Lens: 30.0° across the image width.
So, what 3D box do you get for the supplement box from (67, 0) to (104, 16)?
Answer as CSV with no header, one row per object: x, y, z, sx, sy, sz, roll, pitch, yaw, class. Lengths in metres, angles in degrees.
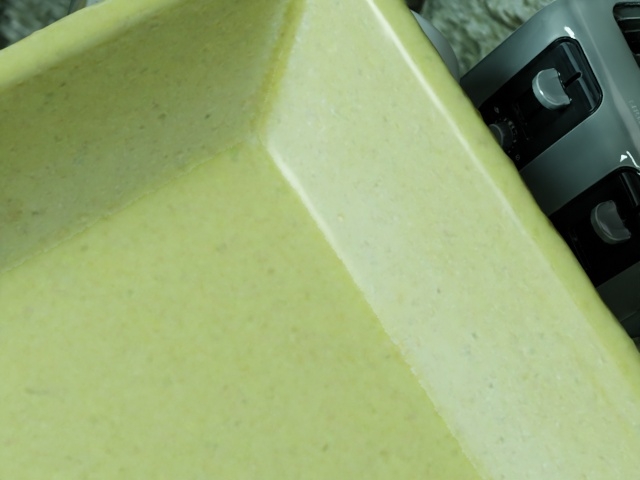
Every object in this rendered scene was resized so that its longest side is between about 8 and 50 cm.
-0.099,-0.090,0.554,0.036,0.062,0.098,19,57,-20,supplement box

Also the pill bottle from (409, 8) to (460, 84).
0.000,0.000,0.523,0.119,0.119,0.208,23,55,-16,pill bottle

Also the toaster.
0.188,-0.039,0.651,0.185,0.110,0.168,-8,69,-32,toaster

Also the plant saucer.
-0.049,0.115,0.349,0.333,0.081,0.333,-31,83,-19,plant saucer
